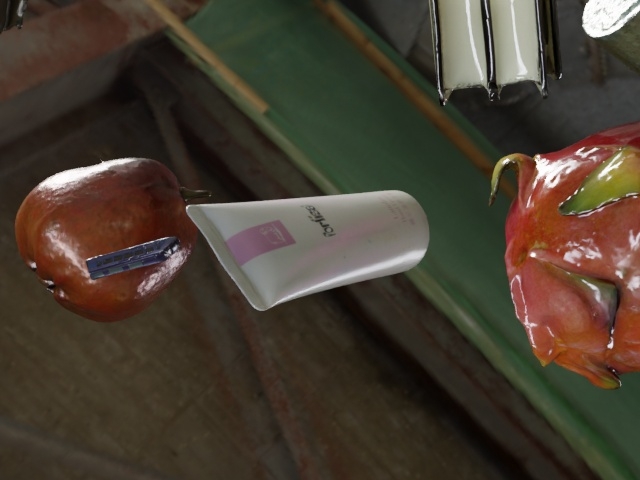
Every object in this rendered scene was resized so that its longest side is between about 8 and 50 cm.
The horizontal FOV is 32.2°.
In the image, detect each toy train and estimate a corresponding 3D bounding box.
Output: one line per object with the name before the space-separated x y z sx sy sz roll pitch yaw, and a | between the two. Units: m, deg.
toy train | -0.163 0.015 0.972 0.083 0.017 0.017 -15 -125 -1

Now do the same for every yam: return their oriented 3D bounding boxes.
yam | 0.350 -0.162 0.979 0.259 0.106 0.106 26 -140 -27

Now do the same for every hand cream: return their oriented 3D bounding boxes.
hand cream | 0.000 0.000 1.510 0.359 0.118 0.185 -8 -127 -44

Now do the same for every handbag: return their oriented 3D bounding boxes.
handbag | 0.213 -0.370 1.402 0.237 0.160 0.358 -73 -24 -67

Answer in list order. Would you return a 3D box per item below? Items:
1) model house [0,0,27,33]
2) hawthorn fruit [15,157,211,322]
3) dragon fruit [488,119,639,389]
model house | -0.257 -0.250 0.578 0.211 0.243 0.204 24 -163 4
hawthorn fruit | -0.272 -0.014 1.515 0.261 0.224 0.224 -36 -101 -12
dragon fruit | 0.296 0.023 1.183 0.290 0.189 0.290 -12 -90 -67
